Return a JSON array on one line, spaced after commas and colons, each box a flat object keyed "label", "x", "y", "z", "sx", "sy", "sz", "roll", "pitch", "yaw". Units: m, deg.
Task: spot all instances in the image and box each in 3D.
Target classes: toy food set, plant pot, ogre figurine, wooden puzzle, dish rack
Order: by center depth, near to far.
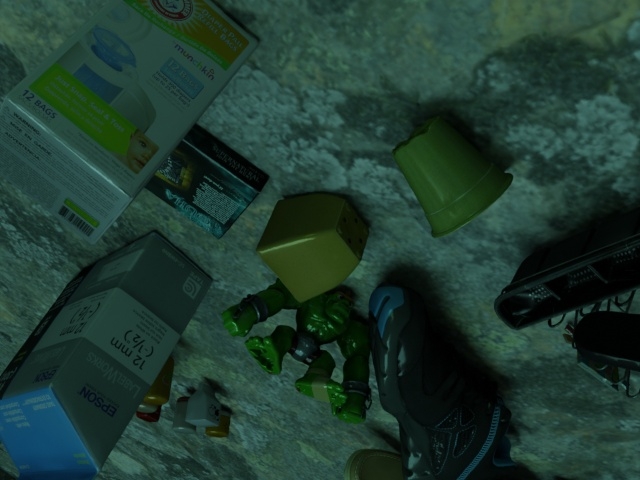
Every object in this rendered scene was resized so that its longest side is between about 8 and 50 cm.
[{"label": "plant pot", "x": 0.103, "y": -0.059, "z": 0.648, "sx": 0.079, "sy": 0.083, "sz": 0.083, "roll": 51, "pitch": 142, "yaw": -8}, {"label": "dish rack", "x": 0.314, "y": 0.080, "z": 0.667, "sx": 0.271, "sy": 0.074, "sz": 0.208, "roll": 39, "pitch": 145, "yaw": -14}, {"label": "wooden puzzle", "x": 0.271, "y": 0.117, "z": 0.765, "sx": 0.083, "sy": 0.049, "sz": 0.006, "roll": 35, "pitch": 125, "yaw": -8}, {"label": "plant pot", "x": 0.000, "y": 0.000, "z": 0.787, "sx": 0.083, "sy": 0.081, "sz": 0.081, "roll": -19, "pitch": 124, "yaw": 33}, {"label": "ogre figurine", "x": -0.012, "y": 0.111, "z": 0.898, "sx": 0.197, "sy": 0.118, "sz": 0.097, "roll": 27, "pitch": 141, "yaw": 1}, {"label": "toy food set", "x": -0.227, "y": 0.240, "z": 1.263, "sx": 0.111, "sy": 0.104, "sz": 0.232, "roll": -9, "pitch": 150, "yaw": 25}]

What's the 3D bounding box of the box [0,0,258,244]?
[{"label": "box", "x": -0.159, "y": -0.117, "z": 0.638, "sx": 0.114, "sy": 0.203, "sz": 0.103, "roll": 40, "pitch": 143, "yaw": -12}]

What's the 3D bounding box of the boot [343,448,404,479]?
[{"label": "boot", "x": 0.179, "y": 0.360, "z": 1.073, "sx": 0.262, "sy": 0.095, "sz": 0.203, "roll": 32, "pitch": 155, "yaw": -12}]

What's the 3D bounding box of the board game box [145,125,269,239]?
[{"label": "board game box", "x": -0.158, "y": -0.085, "z": 0.834, "sx": 0.186, "sy": 0.026, "sz": 0.126, "roll": 36, "pitch": 145, "yaw": -10}]

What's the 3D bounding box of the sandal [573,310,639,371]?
[{"label": "sandal", "x": 0.278, "y": 0.077, "z": 0.574, "sx": 0.179, "sy": 0.067, "sz": 0.040, "roll": 8, "pitch": 130, "yaw": 29}]

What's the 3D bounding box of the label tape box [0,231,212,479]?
[{"label": "label tape box", "x": -0.315, "y": 0.174, "z": 0.989, "sx": 0.115, "sy": 0.347, "sz": 0.249, "roll": 45, "pitch": 142, "yaw": -21}]

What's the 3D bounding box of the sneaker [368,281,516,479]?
[{"label": "sneaker", "x": 0.140, "y": 0.168, "z": 0.895, "sx": 0.140, "sy": 0.125, "sz": 0.341, "roll": -12, "pitch": 131, "yaw": 9}]
